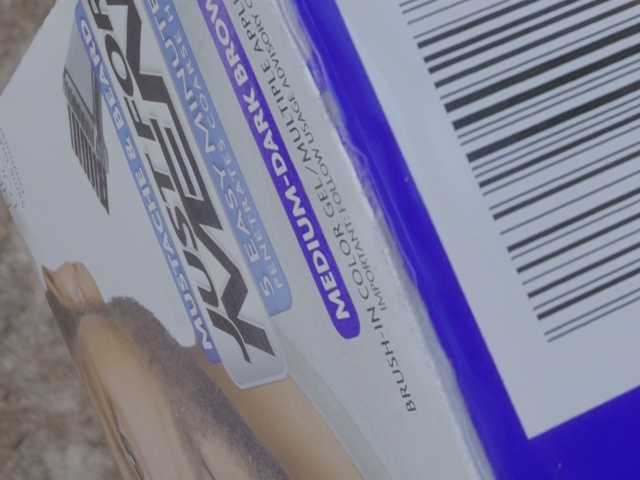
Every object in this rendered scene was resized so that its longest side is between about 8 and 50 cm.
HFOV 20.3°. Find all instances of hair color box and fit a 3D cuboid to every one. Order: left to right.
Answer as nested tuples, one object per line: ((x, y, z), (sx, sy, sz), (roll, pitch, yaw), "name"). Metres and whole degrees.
((0.000, 0.000, 0.519), (0.110, 0.339, 0.185), (-23, 89, -18), "hair color box")
